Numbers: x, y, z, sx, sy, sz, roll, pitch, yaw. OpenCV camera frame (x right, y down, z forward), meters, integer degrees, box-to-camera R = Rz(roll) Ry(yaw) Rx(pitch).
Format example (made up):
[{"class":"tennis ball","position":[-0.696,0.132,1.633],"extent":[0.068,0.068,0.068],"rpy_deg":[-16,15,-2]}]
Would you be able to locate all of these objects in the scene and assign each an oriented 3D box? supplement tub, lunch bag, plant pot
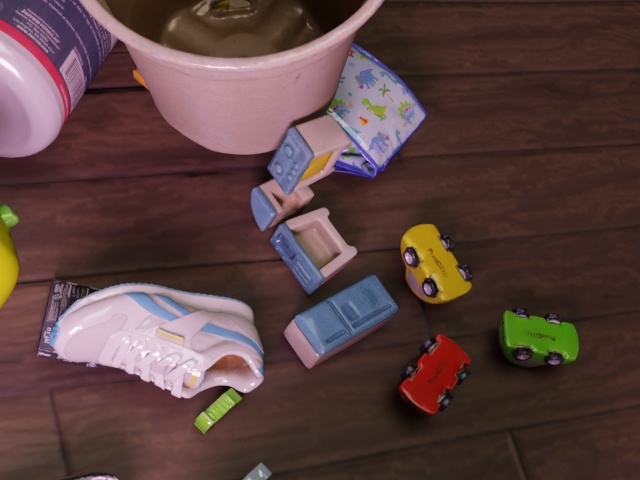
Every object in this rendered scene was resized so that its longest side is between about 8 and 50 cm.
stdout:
[{"class":"supplement tub","position":[-0.317,-0.243,1.370],"extent":[0.191,0.191,0.272],"rpy_deg":[27,55,-5]},{"class":"lunch bag","position":[0.037,-0.154,1.520],"extent":[0.151,0.096,0.129],"rpy_deg":[33,54,11]},{"class":"plant pot","position":[-0.086,-0.249,1.314],"extent":[0.333,0.305,0.334],"rpy_deg":[1,68,-2]}]

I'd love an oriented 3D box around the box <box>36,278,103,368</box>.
[{"class":"box","position":[-0.253,0.086,1.311],"extent":[0.067,0.018,0.083],"rpy_deg":[13,58,-15]}]

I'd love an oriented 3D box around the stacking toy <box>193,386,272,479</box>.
[{"class":"stacking toy","position":[-0.098,0.267,1.250],"extent":[0.167,0.052,0.221],"rpy_deg":[43,55,6]}]

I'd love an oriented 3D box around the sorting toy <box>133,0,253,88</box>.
[{"class":"sorting toy","position":[-0.081,-0.278,1.533],"extent":[0.196,0.047,0.348],"rpy_deg":[28,53,21]}]

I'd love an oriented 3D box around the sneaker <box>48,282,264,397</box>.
[{"class":"sneaker","position":[-0.158,0.105,1.273],"extent":[0.228,0.087,0.092],"rpy_deg":[4,45,-30]}]

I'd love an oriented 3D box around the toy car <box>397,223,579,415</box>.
[{"class":"toy car","position":[0.188,0.109,1.456],"extent":[0.225,0.053,0.239],"rpy_deg":[12,59,-16]}]

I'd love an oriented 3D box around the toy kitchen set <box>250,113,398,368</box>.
[{"class":"toy kitchen set","position":[0.000,0.000,1.372],"extent":[0.122,0.166,0.207],"rpy_deg":[-28,75,-33]}]

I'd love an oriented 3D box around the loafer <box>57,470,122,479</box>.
[{"class":"loafer","position":[-0.283,0.287,1.114],"extent":[0.267,0.084,0.096],"rpy_deg":[-28,76,-19]}]

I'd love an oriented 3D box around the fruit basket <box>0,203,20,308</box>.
[{"class":"fruit basket","position":[-0.416,0.099,1.025],"extent":[0.282,0.392,0.392],"rpy_deg":[17,57,-12]}]
